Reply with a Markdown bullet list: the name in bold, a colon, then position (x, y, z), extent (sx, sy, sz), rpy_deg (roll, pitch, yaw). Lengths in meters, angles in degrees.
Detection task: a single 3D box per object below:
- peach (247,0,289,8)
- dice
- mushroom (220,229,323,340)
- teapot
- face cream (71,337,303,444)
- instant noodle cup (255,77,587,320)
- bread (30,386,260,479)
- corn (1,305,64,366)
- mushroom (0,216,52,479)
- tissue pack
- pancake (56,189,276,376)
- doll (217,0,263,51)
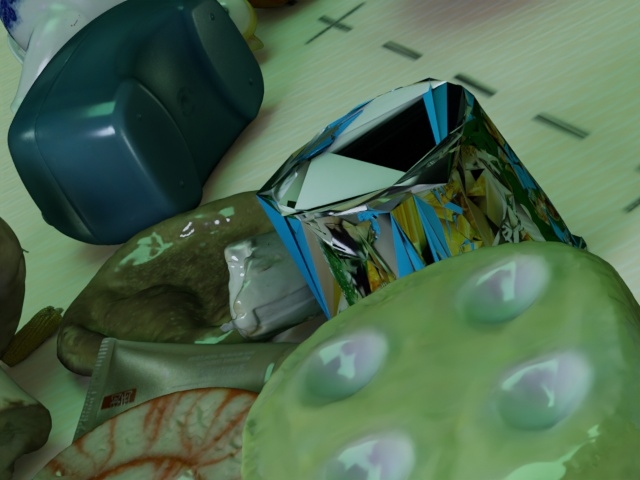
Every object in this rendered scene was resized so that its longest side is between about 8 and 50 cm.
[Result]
- **peach**: position (-0.080, -0.392, 2.290), extent (0.190, 0.192, 0.190), rpy_deg (-28, 33, 20)
- **dice**: position (0.116, 0.173, 1.092), extent (0.250, 0.254, 0.252), rpy_deg (-26, 29, 12)
- **mushroom**: position (0.001, 0.001, 1.667), extent (0.096, 0.099, 0.278), rpy_deg (18, 42, 31)
- **teapot**: position (-0.297, -0.285, 2.326), extent (0.280, 0.252, 0.424), rpy_deg (-59, 5, 32)
- **face cream**: position (-0.096, 0.137, 1.566), extent (0.341, 0.084, 0.137), rpy_deg (-8, 61, 44)
- **instant noodle cup**: position (0.082, -0.012, 1.516), extent (0.240, 0.178, 0.240), rpy_deg (-25, 27, 14)
- **bread**: position (-0.118, 0.245, 1.367), extent (0.295, 0.114, 0.327), rpy_deg (-32, 26, 1)
- **corn**: position (-0.297, 0.097, 1.892), extent (0.083, 0.027, 0.028), rpy_deg (-44, 20, -17)
- **mushroom**: position (-0.367, 0.107, 1.750), extent (0.290, 0.292, 0.292), rpy_deg (31, 62, 25)
- **tissue pack**: position (-0.211, -0.133, 1.995), extent (0.206, 0.198, 0.287), rpy_deg (-11, 35, 32)
- **pancake**: position (-0.129, 0.044, 1.782), extent (0.294, 0.049, 0.294), rpy_deg (-23, 27, 13)
- **doll**: position (-0.138, -0.335, 2.206), extent (0.117, 0.291, 0.086), rpy_deg (-10, -8, 14)
